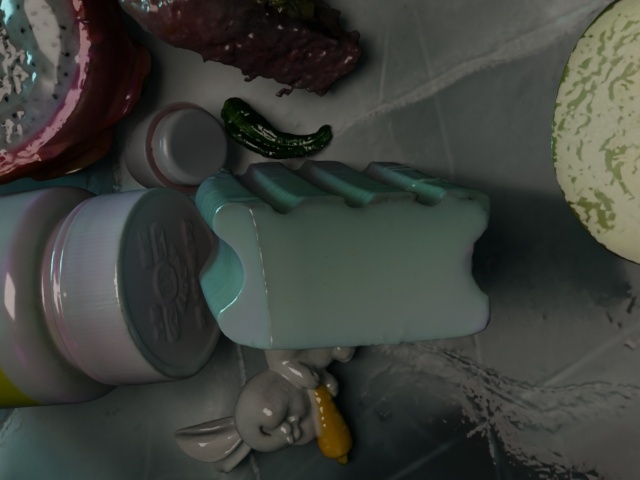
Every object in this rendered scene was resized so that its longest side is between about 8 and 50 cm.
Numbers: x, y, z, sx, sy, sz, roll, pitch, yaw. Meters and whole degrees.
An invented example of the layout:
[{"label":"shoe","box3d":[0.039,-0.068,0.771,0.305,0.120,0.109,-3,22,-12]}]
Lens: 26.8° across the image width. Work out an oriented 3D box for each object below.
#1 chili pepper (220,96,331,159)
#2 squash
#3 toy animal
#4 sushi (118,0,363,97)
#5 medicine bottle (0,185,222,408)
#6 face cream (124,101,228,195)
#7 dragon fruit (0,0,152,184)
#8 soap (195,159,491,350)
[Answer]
[{"label":"chili pepper","box3d":[-0.052,-0.106,1.296,0.118,0.035,0.055,17,59,25]},{"label":"squash","box3d":[0.318,-0.094,1.113,0.252,0.049,0.252,-1,87,25]},{"label":"toy animal","box3d":[-0.043,0.159,1.282,0.127,0.131,0.182,31,97,57]},{"label":"sushi","box3d":[-0.089,-0.222,1.243,0.241,0.161,0.107,47,126,16]},{"label":"medicine bottle","box3d":[-0.300,0.059,1.331,0.378,0.213,0.214,-7,86,27]},{"label":"face cream","box3d":[-0.142,-0.087,1.314,0.095,0.091,0.091,-6,86,55]},{"label":"dragon fruit","box3d":[-0.305,-0.189,1.361,0.290,0.189,0.291,2,97,21]},{"label":"soap","box3d":[0.000,0.000,1.141,0.208,0.347,0.115,-2,98,-9]}]
